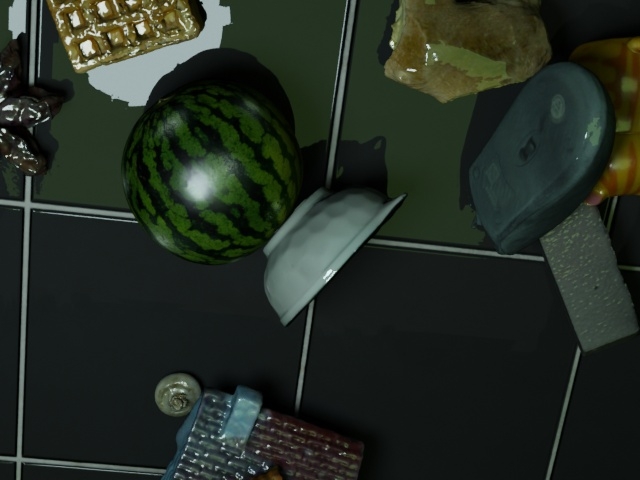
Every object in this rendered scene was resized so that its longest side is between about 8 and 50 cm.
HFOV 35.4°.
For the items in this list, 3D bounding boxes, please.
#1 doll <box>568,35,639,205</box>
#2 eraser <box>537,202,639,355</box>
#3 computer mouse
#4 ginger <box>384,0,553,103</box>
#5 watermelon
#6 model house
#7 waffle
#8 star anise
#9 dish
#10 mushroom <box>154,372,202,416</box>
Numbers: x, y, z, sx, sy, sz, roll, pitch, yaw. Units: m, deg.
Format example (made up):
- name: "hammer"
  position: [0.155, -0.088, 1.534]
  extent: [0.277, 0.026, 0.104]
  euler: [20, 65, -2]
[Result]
- name: "doll"
  position: [0.482, -0.203, 1.608]
  extent: [0.167, 0.162, 0.269]
  euler: [-2, 110, 2]
- name: "eraser"
  position: [0.462, 0.058, 1.748]
  extent: [0.111, 0.077, 0.352]
  euler: [-23, 110, 8]
- name: "computer mouse"
  position: [0.351, -0.122, 1.570]
  extent: [0.122, 0.188, 0.371]
  euler: [1, 147, -27]
- name: "ginger"
  position: [0.226, -0.325, 1.569]
  extent: [0.276, 0.130, 0.221]
  euler: [-26, 93, -4]
- name: "watermelon"
  position: [-0.163, -0.107, 1.546]
  extent: [0.285, 0.285, 0.285]
  euler: [-1, 110, -3]
- name: "model house"
  position: [-0.092, 0.442, 1.750]
  extent: [0.360, 0.297, 0.339]
  euler: [22, 104, -10]
- name: "waffle"
  position: [-0.326, -0.427, 1.518]
  extent: [0.213, 0.091, 0.308]
  euler: [-17, 110, 4]
- name: "star anise"
  position: [-0.510, -0.187, 1.594]
  extent: [0.214, 0.099, 0.220]
  euler: [-18, 111, 13]
- name: "dish"
  position: [0.000, 0.000, 1.618]
  extent: [0.120, 0.303, 0.303]
  euler: [42, 103, 2]
- name: "mushroom"
  position: [-0.254, 0.281, 1.787]
  extent: [0.085, 0.079, 0.085]
  euler: [-2, 113, -5]
